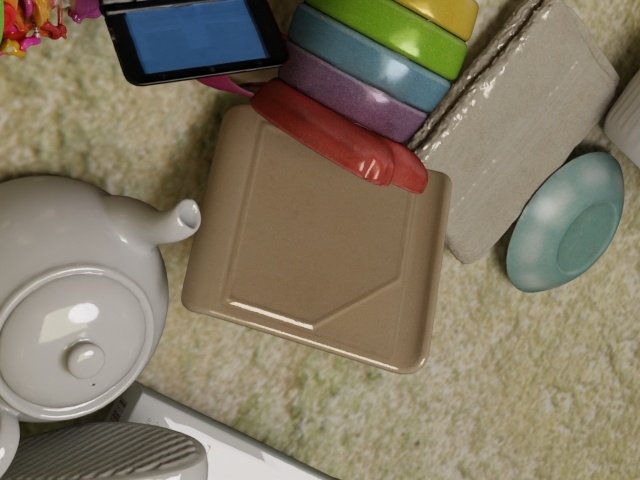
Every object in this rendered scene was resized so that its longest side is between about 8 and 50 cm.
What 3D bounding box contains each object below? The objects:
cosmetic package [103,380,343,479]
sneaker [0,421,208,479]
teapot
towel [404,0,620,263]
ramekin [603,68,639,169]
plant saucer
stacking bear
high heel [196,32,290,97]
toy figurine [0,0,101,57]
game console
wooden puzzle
[{"bbox_3d":[-0.158,0.376,1.282,0.284,0.097,0.377,28,85,-20],"label":"cosmetic package"},{"bbox_3d":[-0.265,0.273,1.166,0.366,0.135,0.150,-11,107,17],"label":"sneaker"},{"bbox_3d":[-0.245,0.076,1.123,0.253,0.187,0.256,-12,120,-23],"label":"teapot"},{"bbox_3d":[0.203,-0.124,1.347,0.282,0.049,0.187,-49,132,-2],"label":"towel"},{"bbox_3d":[0.439,-0.094,1.382,0.127,0.273,0.273,-45,128,14],"label":"ramekin"},{"bbox_3d":[0.303,-0.011,1.449,0.195,0.037,0.195,-25,136,-27],"label":"plant saucer"},{"bbox_3d":[0.074,-0.207,1.064,0.289,0.164,0.175,-61,161,9],"label":"stacking bear"},{"bbox_3d":[-0.032,-0.158,1.160,0.244,0.117,0.082,29,84,-37],"label":"high heel"},{"bbox_3d":[-0.229,-0.217,1.046,0.159,0.130,0.173,-18,143,-32],"label":"toy figurine"},{"bbox_3d":[-0.103,-0.205,1.002,0.144,0.085,0.124,-11,121,-21],"label":"game console"},{"bbox_3d":[0.000,0.000,1.172,0.239,0.044,0.220,17,64,-13],"label":"wooden puzzle"}]
